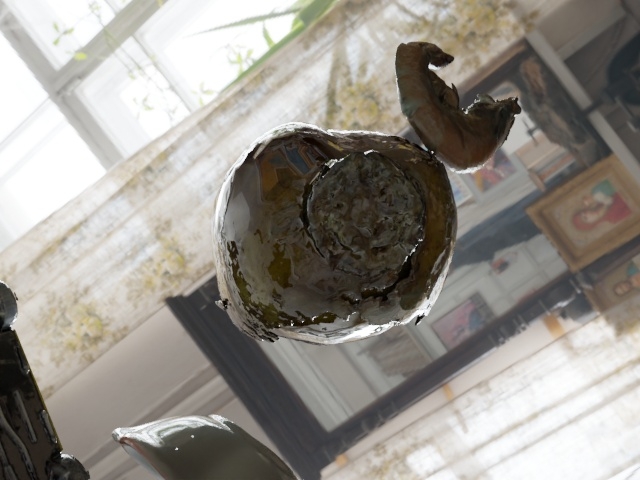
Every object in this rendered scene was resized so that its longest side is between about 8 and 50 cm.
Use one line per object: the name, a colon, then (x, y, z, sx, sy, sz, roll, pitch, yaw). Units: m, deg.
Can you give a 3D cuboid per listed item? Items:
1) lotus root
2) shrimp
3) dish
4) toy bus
lotus root: (0.000, 0.000, 0.608, 0.397, 0.196, 0.179, 145, 113, -79)
shrimp: (0.148, -0.146, 0.720, 0.251, 0.052, 0.143, -27, -92, -58)
dish: (-0.076, 0.212, 0.619, 0.229, 0.081, 0.229, 33, 156, 16)
toy bus: (-0.397, 0.199, 0.779, 0.144, 0.152, 0.330, -21, -91, -55)
